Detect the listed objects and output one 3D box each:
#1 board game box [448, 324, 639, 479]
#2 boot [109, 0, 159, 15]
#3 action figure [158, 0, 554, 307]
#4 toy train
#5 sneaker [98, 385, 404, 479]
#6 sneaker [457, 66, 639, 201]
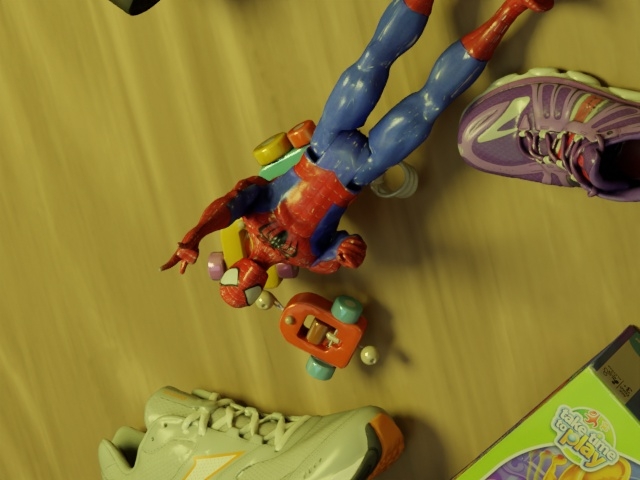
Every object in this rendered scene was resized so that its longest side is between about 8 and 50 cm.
[{"bbox_3d":[0.210,0.257,1.172,0.347,0.078,0.233,48,122,6],"label":"board game box"},{"bbox_3d":[-0.145,-0.314,1.151,0.280,0.096,0.264,43,129,7],"label":"boot"},{"bbox_3d":[0.011,-0.045,1.120,0.091,0.139,0.280,37,121,-2],"label":"action figure"},{"bbox_3d":[0.000,0.000,1.243,0.125,0.046,0.166,22,118,5],"label":"toy train"},{"bbox_3d":[-0.062,0.145,1.320,0.262,0.099,0.121,-27,90,38],"label":"sneaker"},{"bbox_3d":[0.147,-0.055,1.095,0.170,0.071,0.068,5,113,34],"label":"sneaker"}]
